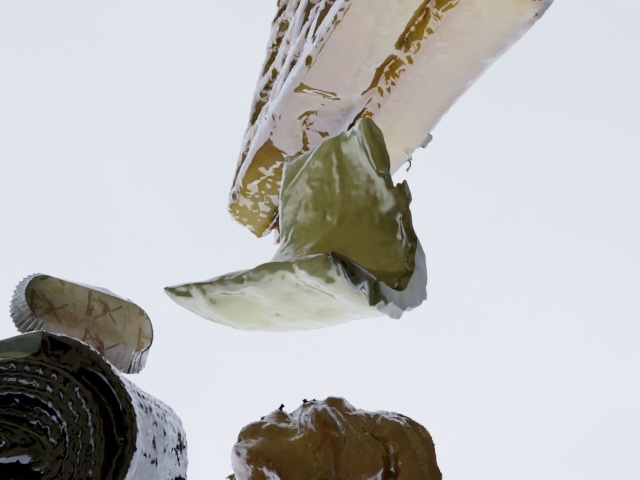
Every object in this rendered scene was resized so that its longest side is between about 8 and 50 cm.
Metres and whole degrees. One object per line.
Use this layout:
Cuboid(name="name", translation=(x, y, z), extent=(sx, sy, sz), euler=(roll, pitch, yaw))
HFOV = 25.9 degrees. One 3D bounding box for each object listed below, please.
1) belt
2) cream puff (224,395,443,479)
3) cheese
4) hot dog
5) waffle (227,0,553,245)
Cuboid(name="belt", translation=(-0.253, 0.172, 1.027), extent=(0.289, 0.164, 0.184), euler=(-13, -115, 13))
Cuboid(name="cream puff", translation=(0.010, 0.272, 1.520), extent=(0.269, 0.241, 0.155), euler=(27, -163, -39))
Cuboid(name="cheese", translation=(0.001, 0.000, 0.401), extent=(0.041, 0.060, 0.084), euler=(59, -147, -26))
Cuboid(name="hot dog", translation=(-0.284, 0.098, 1.671), extent=(0.191, 0.059, 0.108), euler=(24, -136, -35))
Cuboid(name="waffle", translation=(0.038, -0.148, 0.836), extent=(0.098, 0.328, 0.224), euler=(22, -121, -13))
